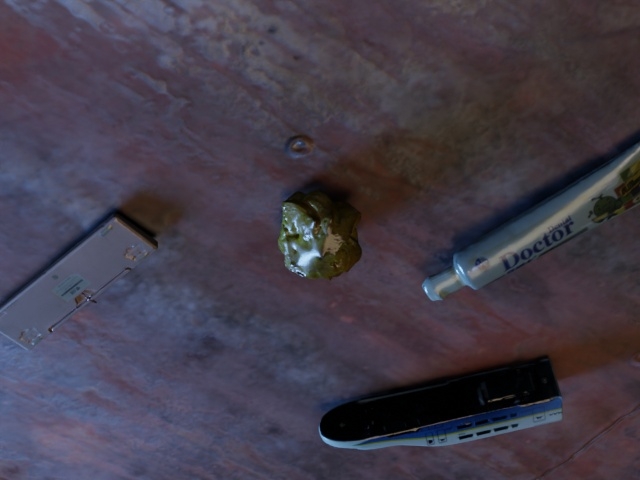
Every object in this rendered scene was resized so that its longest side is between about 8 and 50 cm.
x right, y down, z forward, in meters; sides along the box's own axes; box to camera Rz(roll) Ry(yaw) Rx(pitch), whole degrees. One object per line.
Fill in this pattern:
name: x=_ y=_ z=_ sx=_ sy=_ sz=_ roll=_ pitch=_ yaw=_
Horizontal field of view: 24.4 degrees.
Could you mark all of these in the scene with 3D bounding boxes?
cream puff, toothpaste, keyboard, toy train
cream puff: x=0.000 y=0.000 z=1.252 sx=0.083 sy=0.058 sz=0.083 roll=27 pitch=124 yaw=-28
toothpaste: x=0.202 y=-0.016 z=1.294 sx=0.255 sy=0.037 sz=0.067 roll=-30 pitch=130 yaw=12
keyboard: x=-0.214 y=0.036 z=1.276 sx=0.166 sy=0.017 sz=0.055 roll=-37 pitch=124 yaw=22
toy train: x=0.116 y=0.169 z=1.434 sx=0.234 sy=0.052 sz=0.051 roll=-13 pitch=138 yaw=1
